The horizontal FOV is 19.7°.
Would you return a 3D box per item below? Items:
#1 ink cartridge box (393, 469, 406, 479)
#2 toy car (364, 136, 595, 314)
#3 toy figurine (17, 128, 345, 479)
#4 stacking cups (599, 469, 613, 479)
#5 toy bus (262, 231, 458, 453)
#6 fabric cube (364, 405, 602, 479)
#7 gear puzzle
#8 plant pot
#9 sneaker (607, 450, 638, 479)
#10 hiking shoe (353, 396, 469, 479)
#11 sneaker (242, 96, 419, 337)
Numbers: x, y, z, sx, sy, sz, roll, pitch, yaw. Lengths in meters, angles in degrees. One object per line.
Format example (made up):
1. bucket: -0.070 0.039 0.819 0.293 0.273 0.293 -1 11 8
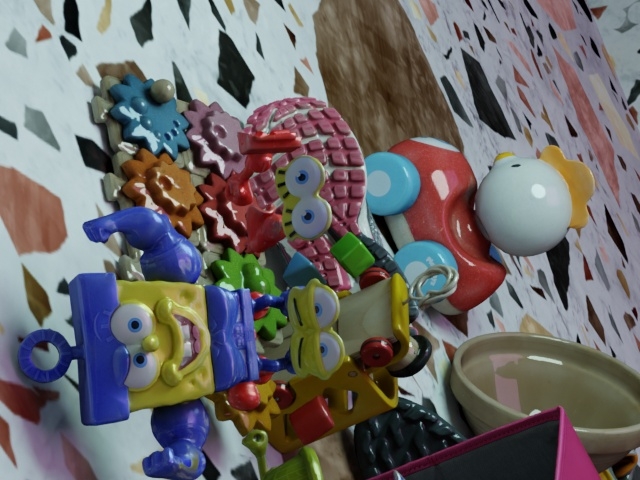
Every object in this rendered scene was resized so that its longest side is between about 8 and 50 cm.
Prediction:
1. ink cartridge box: 0.113 0.335 1.071 0.307 0.072 0.303 44 27 -38
2. toy car: 0.198 -0.047 2.108 0.210 0.238 0.219 68 20 8
3. toy figurine: -0.116 0.105 1.345 0.217 0.191 0.362 -3 86 -23
4. stacking cups: 0.262 0.352 2.036 0.096 0.096 0.316 60 24 -14
5. toy bus: 0.028 0.106 1.599 0.202 0.191 0.104 19 -25 51
6. fabric cube: 0.132 0.336 1.484 0.258 0.259 0.254 60 20 -18
7. gear puzzle: -0.094 0.007 1.547 0.175 0.044 0.339 17 49 -43
8. plant pot: 0.254 0.202 2.077 0.237 0.237 0.109 -58 162 -66
9. sneaker: 0.342 0.254 2.305 0.100 0.108 0.271 47 26 -36
10. hiking shoe: 0.124 0.264 1.811 0.304 0.113 0.132 50 -6 -20
11. sneaker: 0.000 0.000 1.783 0.112 0.121 0.299 96 -23 -70
